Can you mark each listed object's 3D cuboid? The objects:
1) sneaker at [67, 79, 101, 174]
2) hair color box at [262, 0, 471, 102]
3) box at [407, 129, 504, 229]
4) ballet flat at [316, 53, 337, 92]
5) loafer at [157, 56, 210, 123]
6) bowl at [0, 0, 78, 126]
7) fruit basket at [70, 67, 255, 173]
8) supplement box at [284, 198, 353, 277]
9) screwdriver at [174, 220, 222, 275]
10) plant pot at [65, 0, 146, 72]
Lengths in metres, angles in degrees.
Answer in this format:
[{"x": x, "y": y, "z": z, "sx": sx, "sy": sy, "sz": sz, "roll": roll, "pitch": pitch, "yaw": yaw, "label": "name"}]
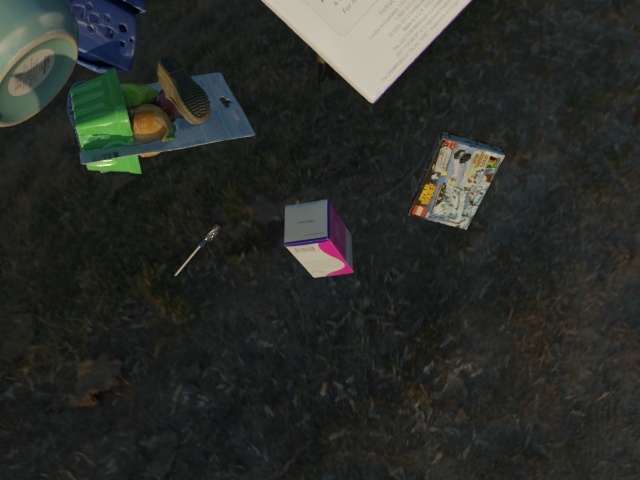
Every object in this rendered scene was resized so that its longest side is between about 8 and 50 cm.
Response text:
[{"x": -0.565, "y": -0.272, "z": 1.716, "sx": 0.081, "sy": 0.090, "sz": 0.232, "roll": -9, "pitch": 77, "yaw": -12, "label": "sneaker"}, {"x": -0.018, "y": -0.295, "z": 0.549, "sx": 0.339, "sy": 0.110, "sz": 0.185, "roll": 41, "pitch": 110, "yaw": -14, "label": "hair color box"}, {"x": 0.192, "y": -0.085, "z": 1.008, "sx": 0.094, "sy": 0.137, "sz": 0.027, "roll": 14, "pitch": 38, "yaw": -9, "label": "box"}, {"x": 0.024, "y": -0.516, "z": 1.961, "sx": 0.084, "sy": 0.250, "sz": 0.058, "roll": -14, "pitch": 62, "yaw": -11, "label": "ballet flat"}, {"x": -0.248, "y": -0.266, "z": 1.267, "sx": 0.056, "sy": 0.050, "sz": 0.148, "roll": -21, "pitch": 72, "yaw": -31, "label": "loafer"}, {"x": -0.486, "y": -0.288, "z": 1.047, "sx": 0.163, "sy": 0.311, "sz": 0.311, "roll": 41, "pitch": 73, "yaw": 0, "label": "bowl"}, {"x": -0.351, "y": -0.263, "z": 1.525, "sx": 0.353, "sy": 0.165, "sz": 0.327, "roll": -9, "pitch": 39, "yaw": -19, "label": "fruit basket"}, {"x": 0.000, "y": 0.000, "z": 1.736, "sx": 0.111, "sy": 0.220, "sz": 0.114, "roll": -8, "pitch": 63, "yaw": 16, "label": "supplement box"}, {"x": -0.267, "y": 0.022, "z": 1.510, "sx": 0.024, "sy": 0.025, "sz": 0.170, "roll": 38, "pitch": 108, "yaw": -14, "label": "screwdriver"}, {"x": -0.617, "y": -0.588, "z": 1.863, "sx": 0.236, "sy": 0.236, "sz": 0.212, "roll": 19, "pitch": 88, "yaw": 51, "label": "plant pot"}]
